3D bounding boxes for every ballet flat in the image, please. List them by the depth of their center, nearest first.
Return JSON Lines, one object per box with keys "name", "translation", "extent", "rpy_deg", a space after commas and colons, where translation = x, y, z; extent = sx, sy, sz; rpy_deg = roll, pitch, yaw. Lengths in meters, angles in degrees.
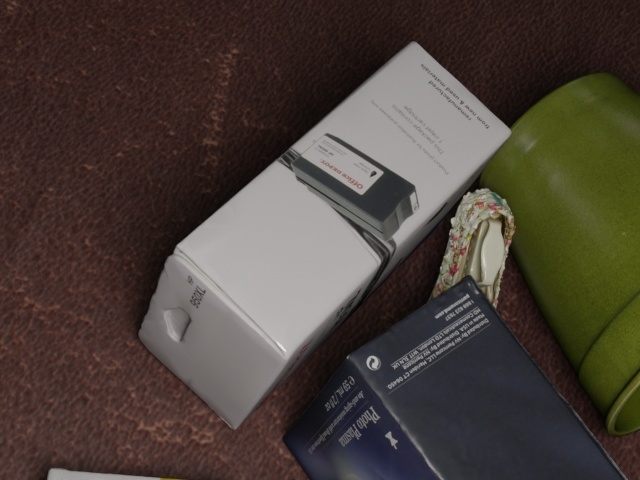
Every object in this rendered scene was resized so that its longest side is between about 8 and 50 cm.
{"name": "ballet flat", "translation": [0.183, 0.057, 1.333], "extent": [0.091, 0.077, 0.241], "rpy_deg": [3, 101, -18]}

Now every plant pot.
{"name": "plant pot", "translation": [0.388, -0.009, 1.364], "extent": [0.366, 0.366, 0.353], "rpy_deg": [-25, 61, -24]}

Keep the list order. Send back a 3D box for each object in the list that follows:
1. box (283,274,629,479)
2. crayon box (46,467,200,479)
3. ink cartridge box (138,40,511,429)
{"name": "box", "translation": [0.137, 0.246, 1.172], "extent": [0.182, 0.296, 0.294], "rpy_deg": [-31, 75, -26]}
{"name": "crayon box", "translation": [-0.198, 0.408, 1.127], "extent": [0.203, 0.083, 0.323], "rpy_deg": [7, 62, -11]}
{"name": "ink cartridge box", "translation": [0.000, 0.000, 1.264], "extent": [0.166, 0.285, 0.395], "rpy_deg": [43, 62, 7]}
